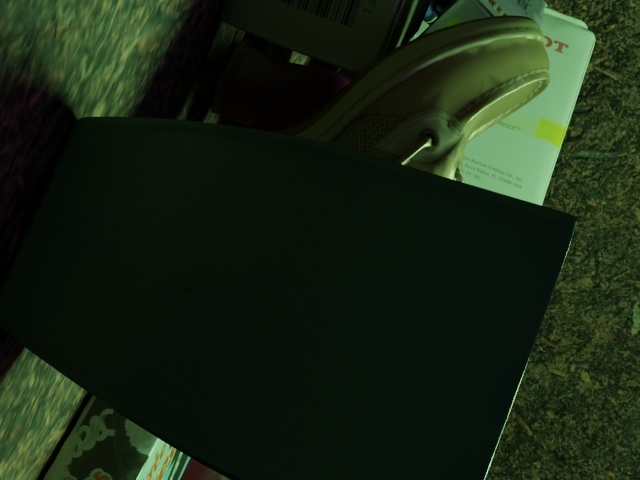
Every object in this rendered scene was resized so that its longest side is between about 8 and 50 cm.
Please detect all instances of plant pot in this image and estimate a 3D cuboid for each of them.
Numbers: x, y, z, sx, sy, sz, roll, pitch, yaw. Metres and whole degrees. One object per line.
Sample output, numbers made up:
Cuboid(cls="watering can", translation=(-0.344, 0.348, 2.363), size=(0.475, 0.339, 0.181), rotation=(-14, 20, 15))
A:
Cuboid(cls="plant pot", translation=(-0.024, 0.039, 0.690), size=(0.166, 0.234, 0.165), rotation=(86, 25, -77))

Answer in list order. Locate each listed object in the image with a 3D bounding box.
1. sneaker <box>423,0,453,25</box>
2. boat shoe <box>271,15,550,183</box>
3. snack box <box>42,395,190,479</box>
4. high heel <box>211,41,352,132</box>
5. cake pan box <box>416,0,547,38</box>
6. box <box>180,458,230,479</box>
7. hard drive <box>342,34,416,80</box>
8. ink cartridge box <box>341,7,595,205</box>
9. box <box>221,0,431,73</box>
Cuboid(cls="sneaker", translation=(0.152, -0.308, 1.584), size=(0.182, 0.127, 0.315), rotation=(-54, -157, -10))
Cuboid(cls="boat shoe", translation=(0.028, -0.029, 0.871), size=(0.341, 0.110, 0.121), rotation=(-32, 168, -26))
Cuboid(cls="snack box", translation=(-0.157, 0.200, 0.967), size=(0.322, 0.060, 0.187), rotation=(-64, 173, -46))
Cuboid(cls="high heel", translation=(-0.045, -0.015, 0.946), size=(0.082, 0.117, 0.244), rotation=(109, 3, -63))
Cuboid(cls="cake pan box", translation=(0.069, -0.111, 1.138), size=(0.246, 0.070, 0.267), rotation=(-41, -175, 21))
Cuboid(cls="box", translation=(-0.028, 0.205, 1.295), size=(0.300, 0.154, 0.142), rotation=(-48, 158, -10))
Cuboid(cls="hard drive", translation=(0.059, -0.152, 1.502), size=(0.203, 0.040, 0.307), rotation=(110, -12, -48))
Cuboid(cls="ink cartridge box", translation=(0.147, -0.121, 1.739), size=(0.160, 0.279, 0.385), rotation=(104, 8, -62))
Cuboid(cls="box", translation=(0.022, -0.192, 1.001), size=(0.275, 0.113, 0.094), rotation=(-51, 162, -73))
